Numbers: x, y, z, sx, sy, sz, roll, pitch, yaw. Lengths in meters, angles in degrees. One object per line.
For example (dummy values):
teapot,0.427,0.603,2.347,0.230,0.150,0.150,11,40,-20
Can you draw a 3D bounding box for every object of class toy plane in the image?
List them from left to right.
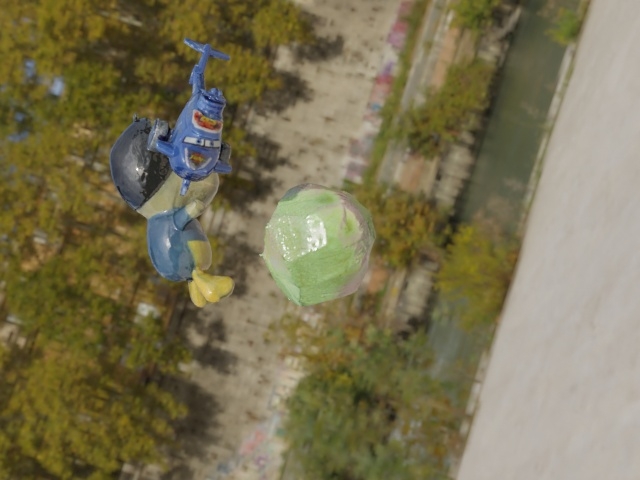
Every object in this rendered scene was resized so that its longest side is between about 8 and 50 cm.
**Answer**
toy plane,-0.079,-0.088,0.689,0.167,0.054,0.062,-100,33,-58

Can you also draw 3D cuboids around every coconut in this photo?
coconut,0.000,0.000,0.731,0.082,0.081,0.083,104,146,-70

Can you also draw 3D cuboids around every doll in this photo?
doll,-0.122,-0.030,0.907,0.089,0.179,0.102,-27,1,-20
